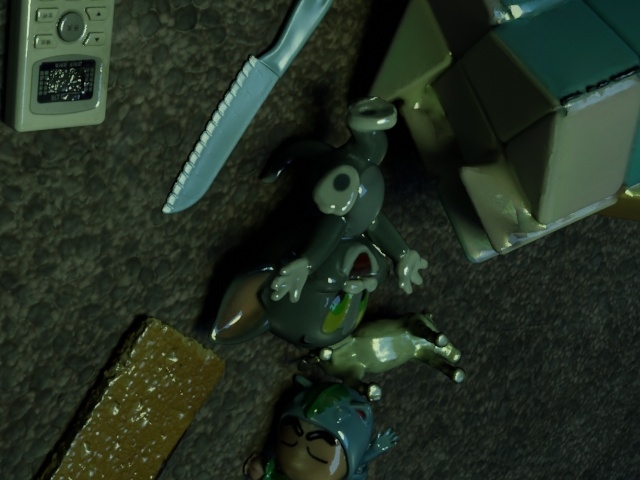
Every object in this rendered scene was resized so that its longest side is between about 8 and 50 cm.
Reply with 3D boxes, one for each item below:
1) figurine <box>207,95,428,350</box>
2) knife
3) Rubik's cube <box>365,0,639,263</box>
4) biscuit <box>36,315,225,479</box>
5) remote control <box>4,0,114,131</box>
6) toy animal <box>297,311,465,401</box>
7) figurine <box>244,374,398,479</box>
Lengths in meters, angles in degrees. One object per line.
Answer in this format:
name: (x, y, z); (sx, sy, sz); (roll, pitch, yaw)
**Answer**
figurine: (-0.003, -0.005, 1.225); (0.193, 0.140, 0.265); (-20, 118, -46)
knife: (-0.054, -0.152, 1.184); (0.044, 0.019, 0.313); (36, 84, -41)
Rubik's cube: (0.245, -0.166, 1.242); (0.387, 0.368, 0.358); (-22, 85, -15)
biscuit: (-0.187, 0.188, 1.219); (0.231, 0.025, 0.131); (-57, 138, -6)
remote control: (-0.201, -0.180, 1.006); (0.087, 0.029, 0.190); (-10, 117, -43)
toy animal: (0.070, 0.116, 1.389); (0.217, 0.176, 0.073); (-6, 96, -20)
figurine: (0.000, 0.238, 1.387); (0.144, 0.114, 0.178); (-40, 143, -22)
